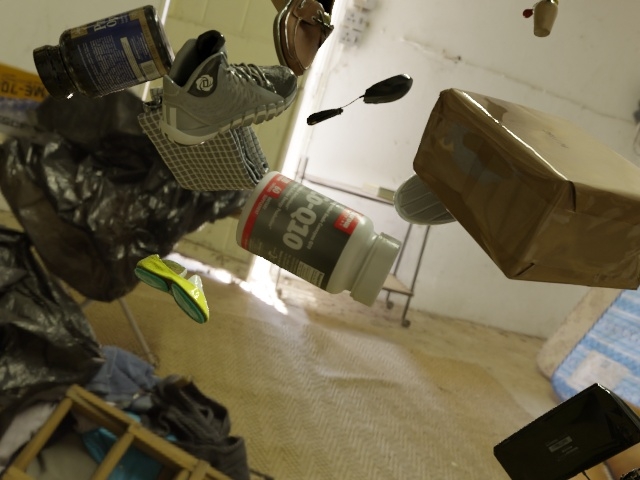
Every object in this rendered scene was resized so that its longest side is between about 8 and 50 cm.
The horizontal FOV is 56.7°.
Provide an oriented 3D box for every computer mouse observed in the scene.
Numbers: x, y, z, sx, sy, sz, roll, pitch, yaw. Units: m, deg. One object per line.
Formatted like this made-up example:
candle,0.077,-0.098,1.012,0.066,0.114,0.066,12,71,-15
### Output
computer mouse,0.083,-0.286,1.251,0.241,0.041,0.071,-21,-3,16

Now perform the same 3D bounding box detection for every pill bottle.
pill bottle,-0.376,-0.323,1.041,0.219,0.123,0.123,-19,14,-4
pill bottle,0.000,0.000,1.110,0.283,0.161,0.161,26,11,8

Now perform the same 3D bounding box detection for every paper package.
paper package,0.363,-0.089,0.968,0.309,0.168,0.325,6,33,-27

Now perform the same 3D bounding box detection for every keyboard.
keyboard,0.497,0.425,1.149,0.033,0.317,0.202,-14,61,-43

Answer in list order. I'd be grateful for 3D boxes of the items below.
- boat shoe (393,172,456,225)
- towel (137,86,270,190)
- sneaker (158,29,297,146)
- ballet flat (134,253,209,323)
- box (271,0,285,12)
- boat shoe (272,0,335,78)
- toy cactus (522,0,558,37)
boat shoe,0.288,-0.115,1.205,0.335,0.121,0.119,-20,8,-16
towel,-0.280,-0.240,1.437,0.234,0.121,0.284,2,-40,26
sneaker,-0.112,-0.220,0.786,0.086,0.132,0.228,36,52,25
ballet flat,-0.309,0.095,1.301,0.230,0.077,0.077,29,50,26
box,-0.056,-0.680,1.486,0.165,0.201,0.021,57,21,-17
boat shoe,-0.028,-0.481,1.308,0.104,0.308,0.111,-11,-38,22
toy cactus,0.470,-0.519,1.244,0.112,0.181,0.219,14,-12,-2
